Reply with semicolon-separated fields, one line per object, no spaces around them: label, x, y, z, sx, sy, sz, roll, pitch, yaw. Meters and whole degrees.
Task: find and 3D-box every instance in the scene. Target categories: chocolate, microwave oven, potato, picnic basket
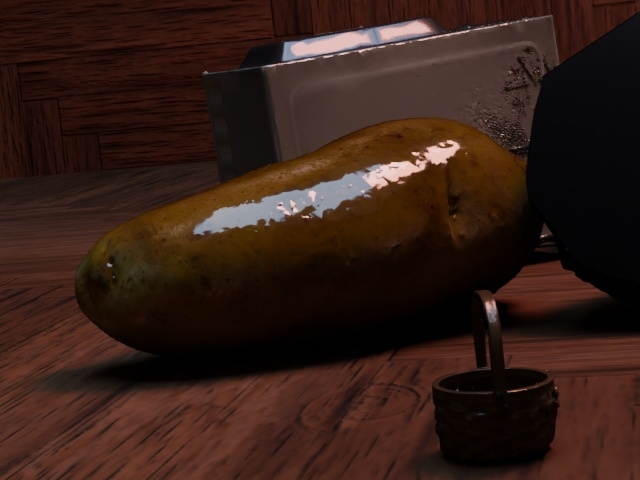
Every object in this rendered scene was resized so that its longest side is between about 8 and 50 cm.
chocolate;0.264;-0.021;1.228;0.206;0.224;0.177;-34;-28;-5
microwave oven;0.064;-0.083;1.526;0.295;0.237;0.181;-13;8;-22
potato;0.000;0.000;1.215;0.369;0.176;0.195;-13;37;-29
picnic basket;0.088;0.067;0.838;0.072;0.083;0.072;-6;6;1

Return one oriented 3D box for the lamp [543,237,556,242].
lamp;0.250;-0.012;1.632;0.063;0.031;0.083;2;7;41
